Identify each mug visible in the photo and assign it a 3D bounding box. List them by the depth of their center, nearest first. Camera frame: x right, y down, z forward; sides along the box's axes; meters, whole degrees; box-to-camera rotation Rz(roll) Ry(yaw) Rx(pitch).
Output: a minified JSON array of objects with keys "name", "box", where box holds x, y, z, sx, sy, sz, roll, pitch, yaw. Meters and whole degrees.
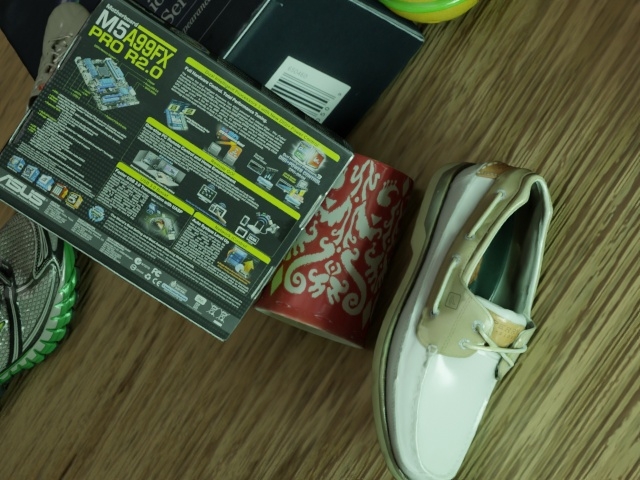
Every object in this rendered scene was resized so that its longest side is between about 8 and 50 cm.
[{"name":"mug","box":[0.001,0.000,1.698,0.150,0.113,0.169,21,85,6]}]

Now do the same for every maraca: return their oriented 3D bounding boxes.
[{"name":"maraca","box":[0.100,-0.276,1.725,0.127,0.099,0.185,-20,41,-5]}]

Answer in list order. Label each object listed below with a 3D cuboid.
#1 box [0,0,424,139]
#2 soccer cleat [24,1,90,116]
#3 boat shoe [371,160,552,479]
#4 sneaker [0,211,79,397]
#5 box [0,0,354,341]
[{"name":"box","box":[-0.137,-0.239,1.836,0.293,0.212,0.395,-51,50,17]},{"name":"soccer cleat","box":[-0.248,-0.148,1.707,0.068,0.076,0.196,-21,64,35]},{"name":"boat shoe","box":[0.128,0.072,1.577,0.103,0.113,0.302,0,75,46]},{"name":"sneaker","box":[-0.392,0.106,1.983,0.134,0.146,0.343,43,104,40]},{"name":"box","box":[-0.138,-0.069,1.625,0.216,0.270,0.060,-56,8,9]}]
